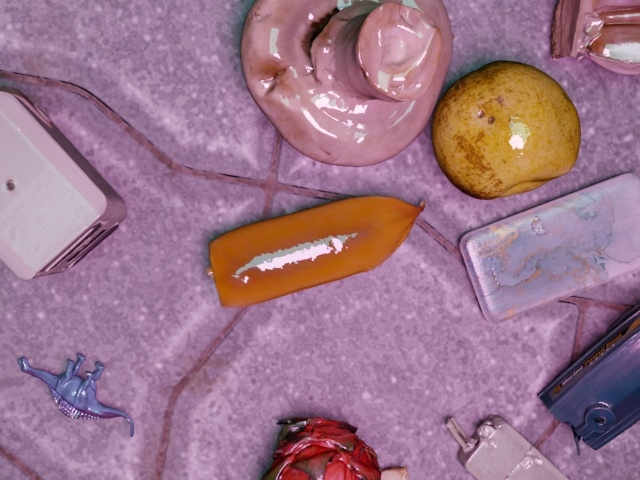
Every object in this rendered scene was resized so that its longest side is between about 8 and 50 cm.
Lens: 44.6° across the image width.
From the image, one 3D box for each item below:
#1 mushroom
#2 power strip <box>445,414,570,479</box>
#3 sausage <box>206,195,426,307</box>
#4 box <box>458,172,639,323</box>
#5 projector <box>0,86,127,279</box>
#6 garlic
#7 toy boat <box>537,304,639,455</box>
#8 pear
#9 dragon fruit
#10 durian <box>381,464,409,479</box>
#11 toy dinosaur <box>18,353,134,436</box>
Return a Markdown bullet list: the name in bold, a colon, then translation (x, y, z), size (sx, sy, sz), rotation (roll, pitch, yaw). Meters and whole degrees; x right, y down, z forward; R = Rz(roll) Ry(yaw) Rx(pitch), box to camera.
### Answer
- **mushroom**: translation (0.041, -0.243, 0.995), size (0.292, 0.290, 0.293), rotation (0, 93, -8)
- **power strip**: translation (0.296, 0.347, 1.143), size (0.288, 0.053, 0.093), rotation (43, 90, -3)
- **sausage**: translation (0.002, 0.006, 1.095), size (0.328, 0.112, 0.112), rotation (-16, 92, -5)
- **box**: translation (0.352, 0.011, 1.146), size (0.285, 0.044, 0.142), rotation (-21, 97, -3)
- **projector**: translation (-0.390, -0.077, 1.029), size (0.163, 0.177, 0.242), rotation (-44, 95, -4)
- **garlic**: translation (0.454, -0.353, 1.065), size (0.291, 0.210, 0.238), rotation (-16, 86, 6)
- **toy boat**: translation (0.450, 0.168, 1.106), size (0.114, 0.122, 0.296), rotation (40, 108, -7)
- **pear**: translation (0.247, -0.154, 1.060), size (0.197, 0.197, 0.197), rotation (0, 91, -4)
- **dragon fruit**: translation (0.003, 0.339, 1.065), size (0.182, 0.182, 0.189), rotation (12, 83, -4)
- **durian**: translation (0.080, 0.375, 1.125), size (0.052, 0.066, 0.130), rotation (33, 80, -4)
- **toy dinosaur**: translation (-0.340, 0.211, 1.105), size (0.197, 0.045, 0.080), rotation (31, 102, 3)
